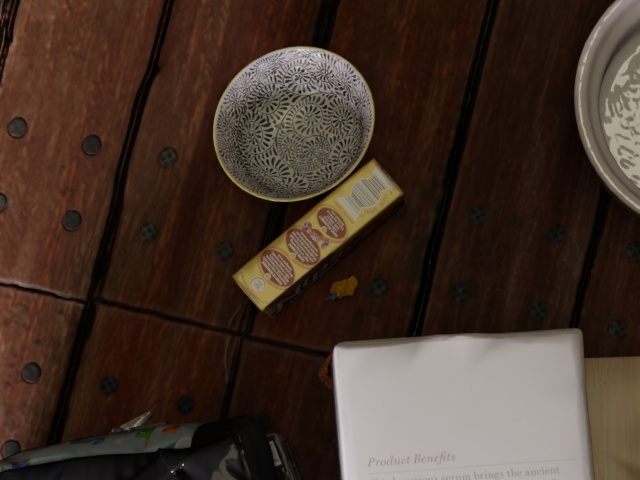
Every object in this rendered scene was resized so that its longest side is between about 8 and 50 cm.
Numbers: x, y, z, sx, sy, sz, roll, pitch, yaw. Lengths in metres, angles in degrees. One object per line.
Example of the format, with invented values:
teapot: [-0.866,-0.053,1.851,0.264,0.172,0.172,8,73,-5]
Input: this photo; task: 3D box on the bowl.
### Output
bowl: [-0.019,-0.108,1.870,0.170,0.080,0.170,-4,72,13]

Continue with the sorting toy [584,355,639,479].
sorting toy: [0.237,0.249,1.812,0.255,0.089,0.257,-2,83,4]

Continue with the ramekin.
ramekin: [0.391,-0.131,1.825,0.277,0.135,0.277,-1,82,4]

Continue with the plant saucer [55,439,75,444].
plant saucer: [-0.258,0.249,1.882,0.083,0.015,0.083,0,83,4]

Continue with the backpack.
backpack: [-0.204,0.314,1.734,0.355,0.273,0.290,-10,93,6]

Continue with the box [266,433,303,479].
box: [-0.019,0.296,1.811,0.036,0.114,0.207,-22,81,1]

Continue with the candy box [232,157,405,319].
candy box: [0.000,0.000,1.848,0.187,0.109,0.053,-41,83,-2]

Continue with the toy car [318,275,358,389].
toy car: [0.026,0.104,1.881,0.040,0.060,0.122,-12,57,45]

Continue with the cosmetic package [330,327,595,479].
cosmetic package: [0.138,0.316,1.676,0.230,0.161,0.453,-3,83,-2]
